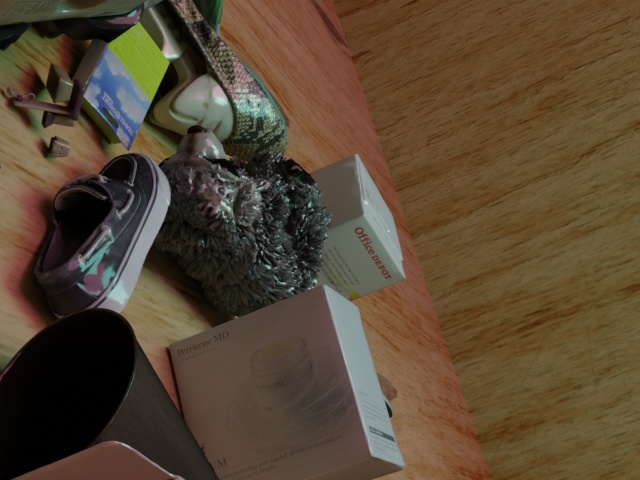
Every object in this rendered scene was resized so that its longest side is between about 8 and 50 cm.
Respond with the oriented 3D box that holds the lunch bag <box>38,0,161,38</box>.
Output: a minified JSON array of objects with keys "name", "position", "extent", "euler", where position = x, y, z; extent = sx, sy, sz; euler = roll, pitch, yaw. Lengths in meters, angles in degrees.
[{"name":"lunch bag","position":[-0.287,-0.435,1.322],"extent":[0.235,0.169,0.287],"euler":[-48,127,-47]}]

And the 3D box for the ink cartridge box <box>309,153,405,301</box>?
[{"name":"ink cartridge box","position":[0.000,0.000,1.762],"extent":[0.168,0.233,0.171],"euler":[-96,159,-47]}]

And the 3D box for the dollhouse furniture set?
[{"name":"dollhouse furniture set","position":[-0.338,-0.163,1.231],"extent":[0.081,0.091,0.114],"euler":[8,23,-28]}]

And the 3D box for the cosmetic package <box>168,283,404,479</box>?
[{"name":"cosmetic package","position":[-0.044,0.206,1.306],"extent":[0.138,0.224,0.224],"euler":[40,30,-62]}]

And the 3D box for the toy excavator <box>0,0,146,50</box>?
[{"name":"toy excavator","position":[-0.360,-0.424,1.031],"extent":[0.433,0.222,0.445],"euler":[-17,89,-42]}]

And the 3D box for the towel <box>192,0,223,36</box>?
[{"name":"towel","position":[-0.208,-0.429,1.721],"extent":[0.325,0.038,0.247],"euler":[113,-36,-61]}]

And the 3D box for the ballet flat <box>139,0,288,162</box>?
[{"name":"ballet flat","position":[-0.233,-0.284,1.572],"extent":[0.482,0.164,0.182],"euler":[58,38,-16]}]

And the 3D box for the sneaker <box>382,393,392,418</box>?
[{"name":"sneaker","position":[0.032,0.238,1.858],"extent":[0.275,0.107,0.110],"euler":[63,-5,-36]}]

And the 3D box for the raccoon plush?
[{"name":"raccoon plush","position":[-0.100,0.061,1.410],"extent":[0.446,0.216,0.299],"euler":[67,22,-6]}]

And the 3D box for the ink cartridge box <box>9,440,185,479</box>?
[{"name":"ink cartridge box","position":[-0.142,0.306,0.833],"extent":[0.353,0.207,0.119],"euler":[51,21,-46]}]

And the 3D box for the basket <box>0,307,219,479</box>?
[{"name":"basket","position":[-0.184,0.209,0.962],"extent":[0.204,0.154,0.226],"euler":[-97,163,-53]}]

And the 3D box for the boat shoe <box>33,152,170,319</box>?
[{"name":"boat shoe","position":[-0.251,-0.027,1.169],"extent":[0.301,0.108,0.102],"euler":[-81,148,-52]}]

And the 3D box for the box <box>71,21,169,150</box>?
[{"name":"box","position":[-0.272,-0.215,1.400],"extent":[0.109,0.042,0.178],"euler":[54,39,-39]}]
